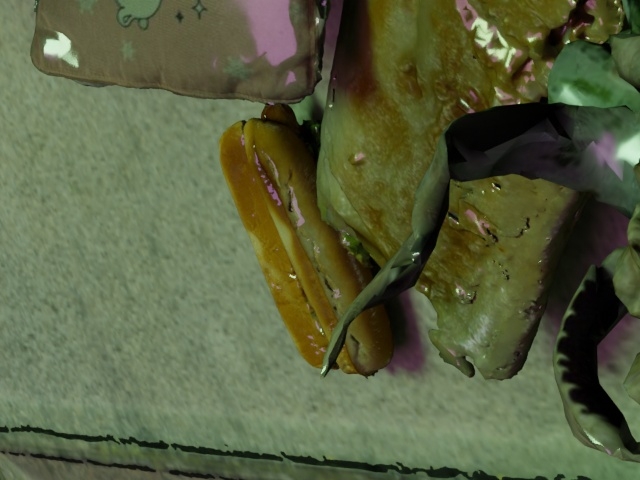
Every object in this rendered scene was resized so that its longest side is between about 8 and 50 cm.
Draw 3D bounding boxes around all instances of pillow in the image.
[{"bbox_3d":[-0.042,-0.174,0.575,0.135,0.049,0.248,10,104,36],"label":"pillow"}]

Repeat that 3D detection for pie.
[{"bbox_3d":[0.057,-0.073,0.550,0.128,0.068,0.282,46,143,29],"label":"pie"}]

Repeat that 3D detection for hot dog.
[{"bbox_3d":[0.000,0.000,0.698,0.056,0.041,0.133,10,127,55],"label":"hot dog"}]

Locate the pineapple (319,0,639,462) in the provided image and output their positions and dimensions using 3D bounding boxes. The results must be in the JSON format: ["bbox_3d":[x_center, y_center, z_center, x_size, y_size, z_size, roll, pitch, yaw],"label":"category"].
[{"bbox_3d":[0.145,0.023,0.380,0.272,0.262,0.262,-128,27,-58],"label":"pineapple"}]
